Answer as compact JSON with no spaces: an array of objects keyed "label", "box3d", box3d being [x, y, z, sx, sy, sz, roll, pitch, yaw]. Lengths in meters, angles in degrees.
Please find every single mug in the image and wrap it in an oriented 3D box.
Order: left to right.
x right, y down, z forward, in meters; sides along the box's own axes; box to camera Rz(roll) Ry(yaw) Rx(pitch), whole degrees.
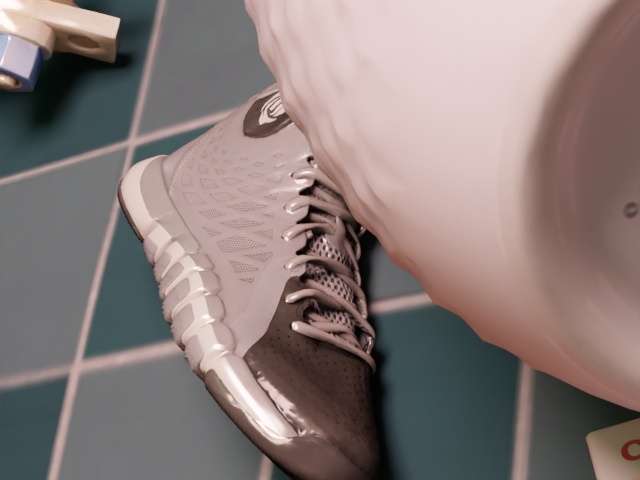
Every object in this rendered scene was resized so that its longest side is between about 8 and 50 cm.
[{"label":"mug","box3d":[0.156,-0.104,0.630,0.374,0.276,0.328,2,32,-8]}]

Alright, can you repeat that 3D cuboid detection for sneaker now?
[{"label":"sneaker","box3d":[0.000,0.000,0.833,0.132,0.086,0.229,-40,42,7]}]

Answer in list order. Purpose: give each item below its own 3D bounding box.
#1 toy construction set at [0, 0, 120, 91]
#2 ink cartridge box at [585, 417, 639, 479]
[{"label":"toy construction set","box3d":[-0.235,-0.029,0.998,0.215,0.151,0.328,-22,36,60]},{"label":"ink cartridge box","box3d":[0.142,0.112,0.614,0.092,0.090,0.143,-17,49,7]}]
